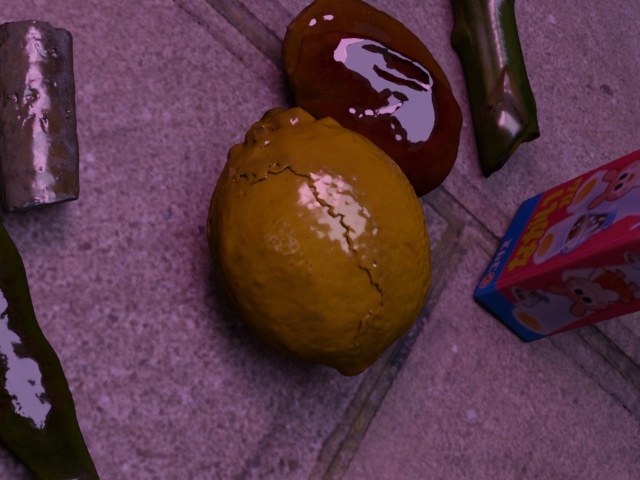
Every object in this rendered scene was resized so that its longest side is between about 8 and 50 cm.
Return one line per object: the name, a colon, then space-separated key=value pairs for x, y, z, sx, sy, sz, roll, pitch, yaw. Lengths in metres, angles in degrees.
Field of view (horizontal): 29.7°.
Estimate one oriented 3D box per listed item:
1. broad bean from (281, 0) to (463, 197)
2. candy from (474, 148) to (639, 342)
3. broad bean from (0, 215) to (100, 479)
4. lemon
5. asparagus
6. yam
broad bean: x=0.052 y=-0.147 z=1.251 sx=0.156 sy=0.122 sz=0.228 roll=-42 pitch=92 yaw=-9
candy: x=0.310 y=-0.004 z=1.247 sx=0.100 sy=0.306 sz=0.157 roll=42 pitch=56 yaw=-16
broad bean: x=-0.260 y=0.094 z=1.006 sx=0.077 sy=0.061 sz=0.339 roll=-15 pitch=82 yaw=-46
lemon: x=0.000 y=0.000 z=1.121 sx=0.204 sy=0.204 sz=0.260 roll=-23 pitch=95 yaw=-35
asparagus: x=0.194 y=-0.238 z=1.399 sx=0.085 sy=0.082 sz=0.343 roll=-8 pitch=74 yaw=3
yam: x=-0.253 y=-0.108 z=1.073 sx=0.078 sy=0.078 sz=0.179 roll=0 pitch=73 yaw=-32
